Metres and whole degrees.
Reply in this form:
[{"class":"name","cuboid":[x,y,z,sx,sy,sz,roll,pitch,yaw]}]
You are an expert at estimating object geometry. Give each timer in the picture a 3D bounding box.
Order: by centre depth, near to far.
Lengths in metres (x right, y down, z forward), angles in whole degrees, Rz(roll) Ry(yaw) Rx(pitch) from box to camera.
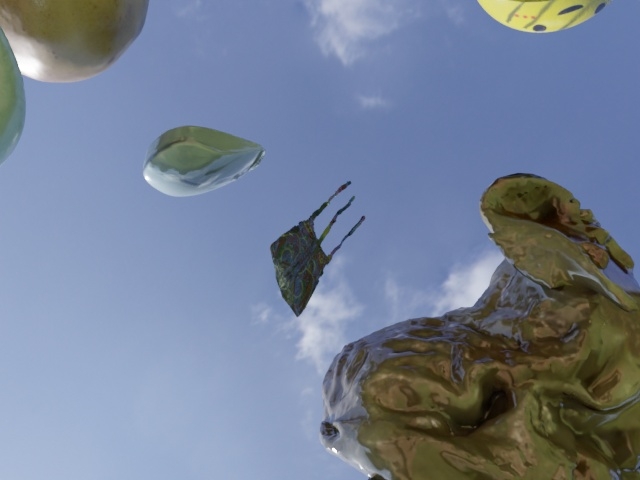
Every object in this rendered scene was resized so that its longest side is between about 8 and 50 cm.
[{"class":"timer","cuboid":[0.362,-0.435,1.116,0.285,0.285,0.285,5,-110,-14]}]

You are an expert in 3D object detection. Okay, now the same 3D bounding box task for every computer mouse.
[{"class":"computer mouse","cuboid":[-0.185,-0.118,1.146,0.230,0.128,0.079,2,-120,-53]}]

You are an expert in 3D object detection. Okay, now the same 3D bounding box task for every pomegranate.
[{"class":"pomegranate","cuboid":[-0.418,-0.406,1.087,0.319,0.319,0.319,5,-110,-14]}]

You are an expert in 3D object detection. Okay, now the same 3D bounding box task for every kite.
[{"class":"kite","cuboid":[0.000,0.000,1.264,0.285,0.015,0.152,-48,-49,-41]}]

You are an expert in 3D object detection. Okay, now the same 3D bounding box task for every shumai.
[{"class":"shumai","cuboid":[0.161,0.094,0.575,0.266,0.314,0.263,21,-100,26]}]

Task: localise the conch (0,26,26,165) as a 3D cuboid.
[{"class":"conch","cuboid":[-0.412,-0.149,0.759,0.184,0.121,0.221,20,-121,-18]}]
